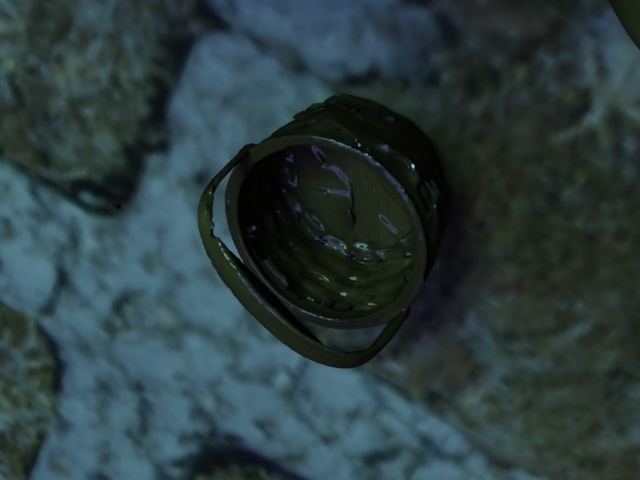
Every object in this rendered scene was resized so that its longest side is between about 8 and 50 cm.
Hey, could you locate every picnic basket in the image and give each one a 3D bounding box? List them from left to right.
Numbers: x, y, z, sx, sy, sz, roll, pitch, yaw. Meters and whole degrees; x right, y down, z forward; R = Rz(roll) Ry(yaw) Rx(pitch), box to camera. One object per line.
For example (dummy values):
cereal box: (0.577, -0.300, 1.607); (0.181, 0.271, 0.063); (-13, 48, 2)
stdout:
picnic basket: (0.000, 0.000, 0.436); (0.072, 0.083, 0.072); (12, 122, 20)

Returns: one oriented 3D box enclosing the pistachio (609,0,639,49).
pistachio: (0.118, -0.124, 0.286); (0.130, 0.131, 0.206); (10, 134, -33)
